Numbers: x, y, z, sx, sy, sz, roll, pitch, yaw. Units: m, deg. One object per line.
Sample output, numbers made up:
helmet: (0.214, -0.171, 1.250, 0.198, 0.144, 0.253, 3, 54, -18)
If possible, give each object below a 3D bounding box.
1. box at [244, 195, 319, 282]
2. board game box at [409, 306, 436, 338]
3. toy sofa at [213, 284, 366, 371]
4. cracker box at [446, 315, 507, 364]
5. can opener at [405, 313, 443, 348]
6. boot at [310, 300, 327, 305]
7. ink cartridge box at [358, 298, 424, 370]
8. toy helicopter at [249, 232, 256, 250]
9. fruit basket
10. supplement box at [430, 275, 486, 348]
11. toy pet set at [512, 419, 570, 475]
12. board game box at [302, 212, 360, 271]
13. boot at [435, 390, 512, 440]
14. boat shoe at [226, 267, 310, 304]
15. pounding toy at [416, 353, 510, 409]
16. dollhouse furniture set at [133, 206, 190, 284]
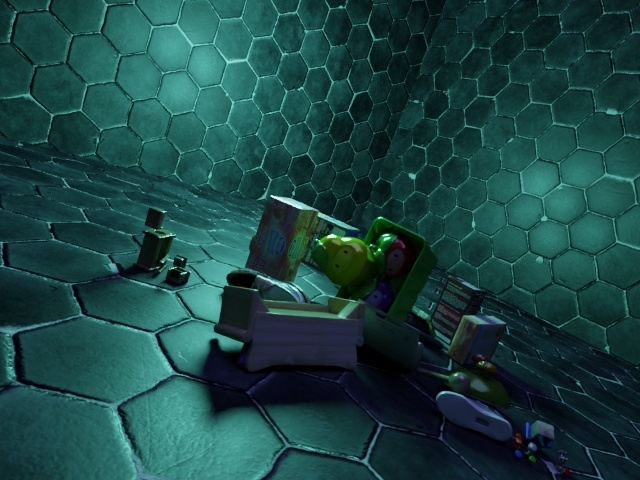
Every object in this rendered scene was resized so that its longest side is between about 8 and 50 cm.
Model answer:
box: (-0.142, 0.001, 1.544, 0.142, 0.299, 0.154, 25, 11, 24)
board game box: (0.318, 0.268, 1.607, 0.260, 0.030, 0.136, 31, -21, 44)
toy sofa: (-0.068, 0.218, 1.055, 0.363, 0.177, 0.150, 11, -7, -37)
cracker box: (0.554, 0.347, 1.495, 0.232, 0.155, 0.067, 11, 14, -45)
can opener: (0.348, 0.326, 1.492, 0.186, 0.073, 0.059, 33, 5, 16)
boot: (-0.003, 0.214, 1.344, 0.209, 0.076, 0.189, 9, 28, -20)
ink cartridge box: (0.198, 0.253, 1.189, 0.189, 0.232, 0.066, 26, 52, 25)
toy helicopter: (-0.194, -0.018, 1.727, 0.140, 0.234, 0.355, 23, 11, 11)
fruit basket: (0.161, 0.102, 1.416, 0.392, 0.391, 0.283, 12, 13, -39)
supplement box: (0.495, 0.266, 1.564, 0.073, 0.239, 0.130, 13, 13, -36)
toy pet set: (0.511, 0.491, 1.006, 0.122, 0.065, 0.114, 19, 45, 9)
board game box: (0.000, 0.000, 2.020, 0.291, 0.231, 0.141, 26, 11, 25)
boot: (0.367, 0.421, 1.041, 0.190, 0.069, 0.086, 28, 3, 5)
boat shoe: (-0.164, 0.159, 1.254, 0.302, 0.113, 0.103, 16, 7, 41)
pounding toy: (0.414, 0.360, 1.149, 0.237, 0.110, 0.183, 23, -7, -23)
dollhouse furniture set: (-0.433, 0.012, 1.253, 0.161, 0.181, 0.101, 22, 10, 10)
